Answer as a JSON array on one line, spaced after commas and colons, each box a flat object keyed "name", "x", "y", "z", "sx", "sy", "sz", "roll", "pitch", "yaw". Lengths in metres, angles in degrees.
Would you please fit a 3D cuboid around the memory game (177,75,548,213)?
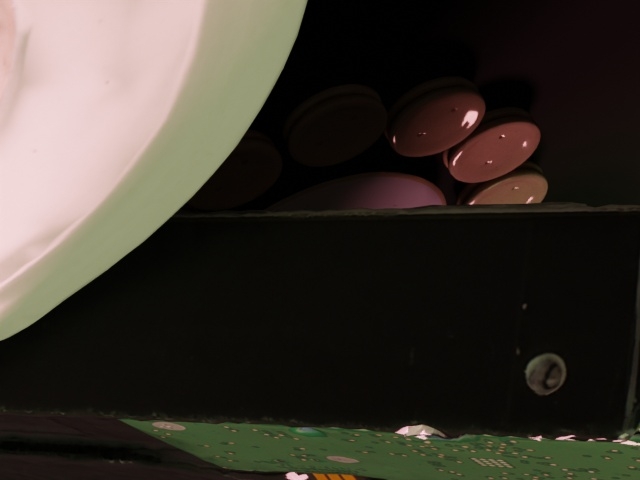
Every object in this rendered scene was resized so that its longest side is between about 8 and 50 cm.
[{"name": "memory game", "x": 0.000, "y": 0.000, "z": 0.641, "sx": 0.186, "sy": 0.012, "sz": 0.186, "roll": -17, "pitch": 150, "yaw": -10}]

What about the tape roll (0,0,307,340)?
[{"name": "tape roll", "x": -0.146, "y": -0.065, "z": 0.345, "sx": 0.286, "sy": 0.100, "sz": 0.286, "roll": -17, "pitch": 150, "yaw": -10}]

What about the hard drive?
[{"name": "hard drive", "x": 0.010, "y": 0.055, "z": 0.529, "sx": 0.339, "sy": 0.064, "sz": 0.237, "roll": 0, "pitch": 161, "yaw": 28}]
